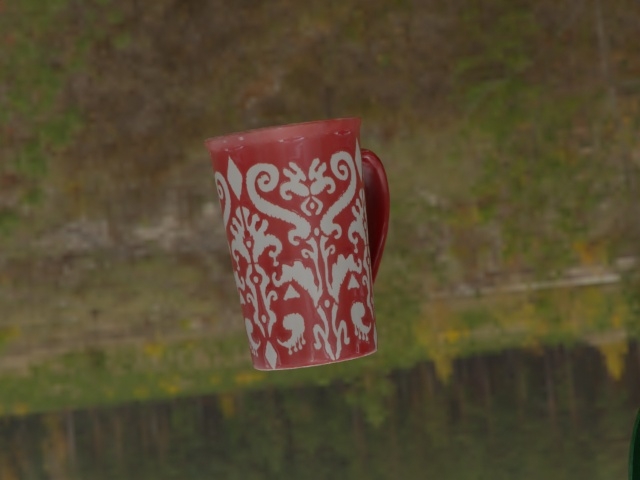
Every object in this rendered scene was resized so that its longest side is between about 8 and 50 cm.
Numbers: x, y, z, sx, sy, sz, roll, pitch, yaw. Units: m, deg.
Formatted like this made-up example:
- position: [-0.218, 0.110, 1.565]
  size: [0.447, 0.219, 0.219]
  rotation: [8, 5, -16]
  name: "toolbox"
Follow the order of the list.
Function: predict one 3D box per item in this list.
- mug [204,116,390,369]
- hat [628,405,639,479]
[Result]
- position: [0.002, 0.000, 1.199]
  size: [0.150, 0.169, 0.113]
  rotation: [-8, -179, -22]
  name: "mug"
- position: [0.339, 0.168, 1.195]
  size: [0.184, 0.173, 0.208]
  rotation: [-5, -169, 46]
  name: "hat"
